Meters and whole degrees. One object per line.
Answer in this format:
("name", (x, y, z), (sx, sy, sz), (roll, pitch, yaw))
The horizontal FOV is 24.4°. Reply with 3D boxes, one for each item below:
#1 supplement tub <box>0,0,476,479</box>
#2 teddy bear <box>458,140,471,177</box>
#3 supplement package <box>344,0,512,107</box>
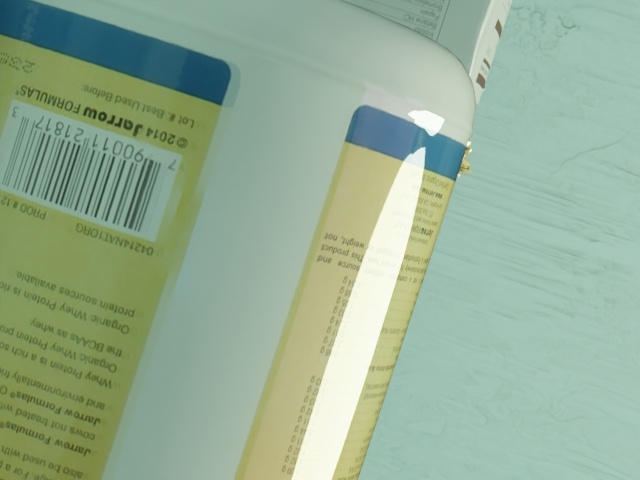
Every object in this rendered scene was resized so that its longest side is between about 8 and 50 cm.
("supplement tub", (-0.052, 0.026, 0.405), (0.144, 0.144, 0.200), (-5, 113, -84))
("teddy bear", (0.000, 0.000, 0.771), (0.245, 0.113, 0.338), (0, 115, -56))
("supplement package", (-0.004, -0.081, 0.552), (0.134, 0.139, 0.244), (-17, 126, -82))
